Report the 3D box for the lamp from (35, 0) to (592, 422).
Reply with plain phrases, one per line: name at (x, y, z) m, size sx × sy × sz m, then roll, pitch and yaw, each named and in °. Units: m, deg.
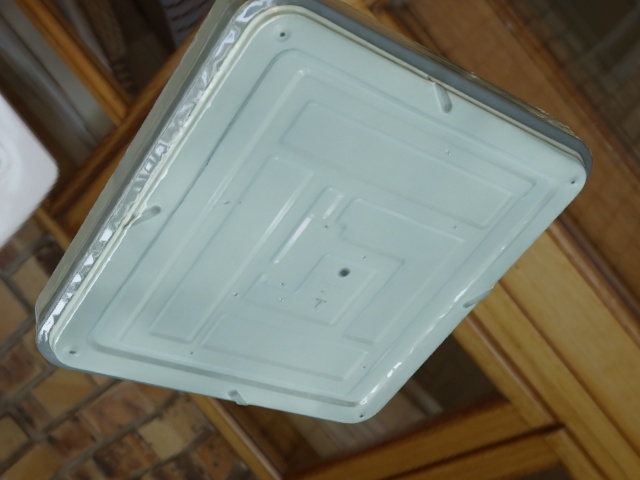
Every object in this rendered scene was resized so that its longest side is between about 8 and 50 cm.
lamp at (0.000, 0.000, 0.562) m, size 0.266 × 0.269 × 0.047 m, roll -52°, pitch -141°, yaw 25°
